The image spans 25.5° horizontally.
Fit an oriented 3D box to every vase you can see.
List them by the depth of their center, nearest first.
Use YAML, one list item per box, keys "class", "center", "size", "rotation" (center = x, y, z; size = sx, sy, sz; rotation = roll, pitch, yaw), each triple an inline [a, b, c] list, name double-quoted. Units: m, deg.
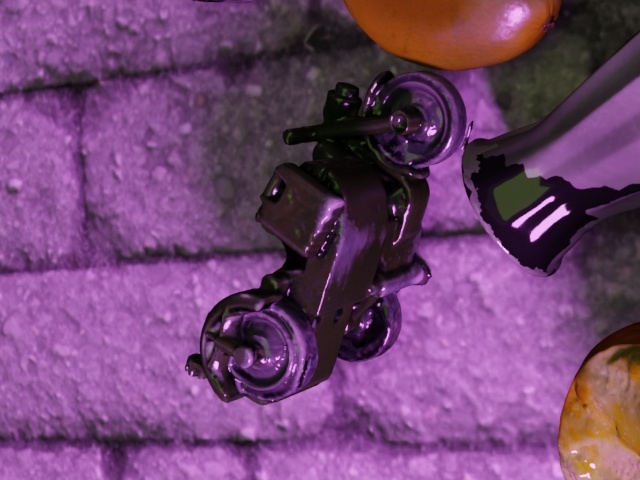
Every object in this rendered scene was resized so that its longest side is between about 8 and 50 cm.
- class: "vase"
  center: [0.267, -0.107, 0.942]
  size: [0.360, 0.165, 0.165]
  rotation: [-34, 76, 31]

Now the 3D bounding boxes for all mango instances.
- class: "mango"
  center: [0.095, -0.190, 1.072]
  size: [0.191, 0.085, 0.122]
  rotation: [7, 106, 39]

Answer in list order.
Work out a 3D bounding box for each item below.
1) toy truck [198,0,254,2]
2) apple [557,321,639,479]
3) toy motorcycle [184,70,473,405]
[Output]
- class: "toy truck"
  center: [-0.098, -0.317, 1.146]
  size: [0.101, 0.125, 0.243]
  rotation: [9, 98, 28]
- class: "apple"
  center: [0.273, 0.164, 0.895]
  size: [0.246, 0.246, 0.226]
  rotation: [4, 103, 29]
- class: "toy motorcycle"
  center: [0.000, 0.000, 1.066]
  size: [0.127, 0.205, 0.275]
  rotation: [25, 110, 27]
